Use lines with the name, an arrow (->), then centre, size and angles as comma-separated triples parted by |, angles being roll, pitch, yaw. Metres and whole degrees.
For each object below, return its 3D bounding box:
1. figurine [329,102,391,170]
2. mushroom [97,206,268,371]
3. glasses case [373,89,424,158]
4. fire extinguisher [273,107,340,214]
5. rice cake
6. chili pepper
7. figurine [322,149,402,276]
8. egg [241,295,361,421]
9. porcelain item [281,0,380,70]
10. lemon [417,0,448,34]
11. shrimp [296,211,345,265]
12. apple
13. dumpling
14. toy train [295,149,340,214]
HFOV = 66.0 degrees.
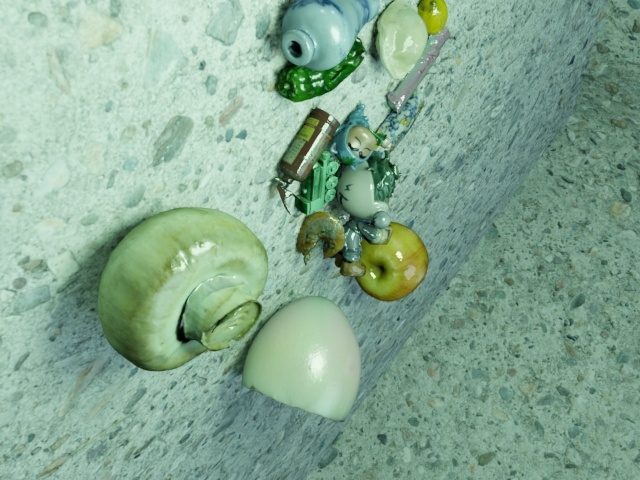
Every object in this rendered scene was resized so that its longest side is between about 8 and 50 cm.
figurine -> 0.106, -0.278, 1.277 | 0.114, 0.145, 0.178 | 47, 49, -41
mushroom -> -0.254, 0.099, 0.960 | 0.352, 0.260, 0.352 | -40, 153, -24
glasses case -> 0.230, -0.344, 1.489 | 0.248, 0.065, 0.087 | -54, 155, -7
fire extinguisher -> -0.035, -0.185, 1.180 | 0.252, 0.106, 0.075 | -58, 173, 2
rice cake -> 0.285, -0.500, 1.427 | 0.290, 0.051, 0.081 | -56, 154, -3
chili pepper -> 0.011, -0.375, 1.084 | 0.253, 0.083, 0.099 | -43, 141, -31
figurine -> 0.128, -0.081, 1.436 | 0.186, 0.261, 0.381 | -9, 120, -28
egg -> -0.032, 0.340, 1.520 | 0.339, 0.355, 0.354 | -70, 156, -15
porcelain item -> 0.021, -0.432, 0.983 | 0.259, 0.141, 0.141 | -48, 153, -35
lemon -> 0.298, -0.597, 1.310 | 0.082, 0.082, 0.110 | -50, 153, -13
shrimp -> -0.002, 0.001, 1.418 | 0.187, 0.132, 0.051 | -60, 174, 36
apple -> 0.243, 0.070, 1.748 | 0.233, 0.286, 0.286 | -33, 145, -51
dumpling -> 0.191, -0.502, 1.215 | 0.136, 0.118, 0.199 | 17, 83, -32
toy train -> -0.009, -0.155, 1.301 | 0.111, 0.071, 0.170 | -29, 142, -31
